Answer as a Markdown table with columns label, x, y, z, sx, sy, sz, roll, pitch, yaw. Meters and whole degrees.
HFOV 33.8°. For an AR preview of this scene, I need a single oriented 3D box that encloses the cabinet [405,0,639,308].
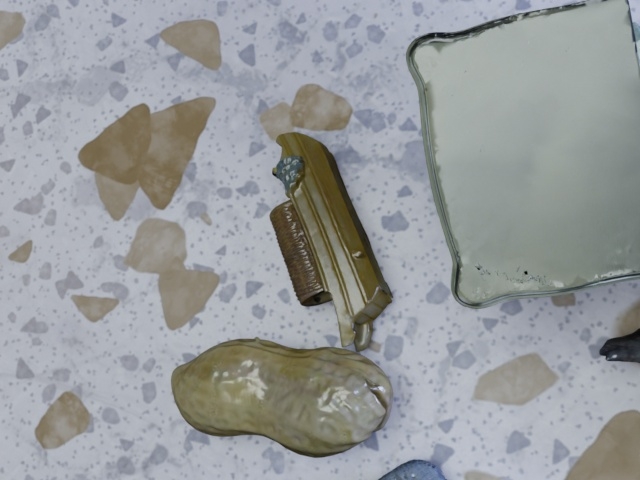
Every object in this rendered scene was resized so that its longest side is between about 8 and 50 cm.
| label | x | y | z | sx | sy | sz | roll | pitch | yaw |
| --- | --- | --- | --- | --- | --- | --- | --- | --- | --- |
| cabinet | 0.248 | -0.102 | 1.210 | 0.227 | 0.318 | 0.290 | -11 | 94 | 12 |

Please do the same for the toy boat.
| label | x | y | z | sx | sy | sz | roll | pitch | yaw |
| --- | --- | --- | --- | --- | --- | --- | --- | --- | --- |
| toy boat | 0.000 | 0.000 | 1.412 | 0.115 | 0.089 | 0.310 | -26 | 74 | 13 |

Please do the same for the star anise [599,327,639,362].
| label | x | y | z | sx | sy | sz | roll | pitch | yaw |
| --- | --- | --- | --- | --- | --- | --- | --- | --- | --- |
| star anise | 0.497 | 0.144 | 1.237 | 0.315 | 0.139 | 0.360 | -5 | 94 | 23 |

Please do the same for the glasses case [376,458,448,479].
| label | x | y | z | sx | sy | sz | roll | pitch | yaw |
| --- | --- | --- | --- | --- | --- | --- | --- | --- | --- |
| glasses case | 0.049 | 0.385 | 1.338 | 0.282 | 0.067 | 0.109 | -34 | 70 | 6 |

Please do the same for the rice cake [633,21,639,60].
| label | x | y | z | sx | sy | sz | roll | pitch | yaw |
| --- | --- | --- | --- | --- | --- | --- | --- | --- | --- |
| rice cake | 0.329 | -0.237 | 1.377 | 0.206 | 0.063 | 0.069 | -9 | 75 | 13 |

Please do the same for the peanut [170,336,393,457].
| label | x | y | z | sx | sy | sz | roll | pitch | yaw |
| --- | --- | --- | --- | --- | --- | --- | --- | --- | --- |
| peanut | -0.056 | 0.203 | 1.366 | 0.313 | 0.149 | 0.149 | 4 | 81 | 20 |
